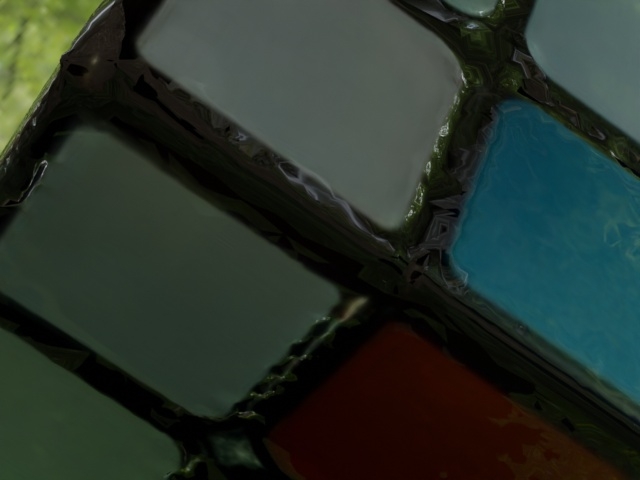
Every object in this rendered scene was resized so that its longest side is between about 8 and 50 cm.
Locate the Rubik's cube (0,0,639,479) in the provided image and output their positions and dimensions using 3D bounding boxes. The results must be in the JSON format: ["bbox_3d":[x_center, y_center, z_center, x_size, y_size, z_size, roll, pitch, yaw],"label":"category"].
[{"bbox_3d":[0.000,0.001,0.470,0.183,0.180,0.167,-44,-165,44],"label":"Rubik's cube"}]
